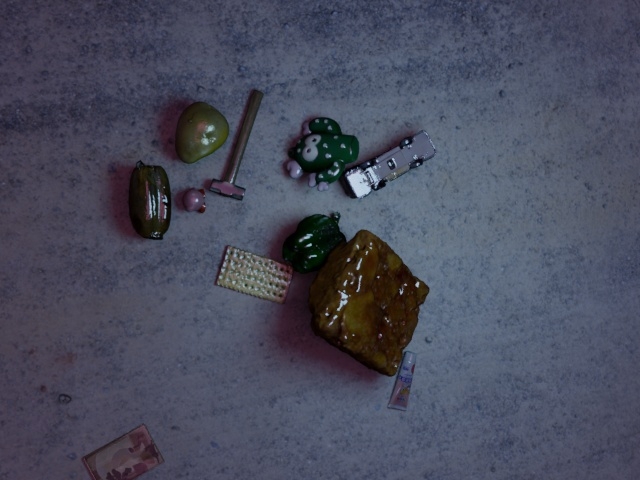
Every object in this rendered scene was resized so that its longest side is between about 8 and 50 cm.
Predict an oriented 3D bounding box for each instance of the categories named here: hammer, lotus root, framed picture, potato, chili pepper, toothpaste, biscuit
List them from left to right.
[{"bbox_3d":[-0.601,0.671,1.775,0.200,0.010,0.136,-28,93,-11],"label":"framed picture"},{"bbox_3d":[-0.521,-0.121,1.774,0.124,0.123,0.241,-1,91,-27],"label":"lotus root"},{"bbox_3d":[-0.380,-0.331,1.809,0.157,0.157,0.194,34,95,-7],"label":"potato"},{"bbox_3d":[-0.251,-0.314,1.875,0.111,0.043,0.366,18,83,-9],"label":"hammer"},{"bbox_3d":[-0.207,0.110,1.872,0.231,0.016,0.139,17,85,-9],"label":"biscuit"},{"bbox_3d":[0.000,0.000,1.836,0.165,0.174,0.261,45,43,16],"label":"chili pepper"},{"bbox_3d":[0.144,0.194,1.774,0.395,0.166,0.343,43,68,-39],"label":"biscuit"},{"bbox_3d":[0.279,0.467,1.934,0.067,0.043,0.195,13,90,-13],"label":"toothpaste"}]

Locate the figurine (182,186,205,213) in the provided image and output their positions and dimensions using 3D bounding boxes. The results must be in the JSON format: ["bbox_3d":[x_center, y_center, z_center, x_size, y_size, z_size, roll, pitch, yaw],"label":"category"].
[{"bbox_3d":[-0.399,-0.129,1.825,0.071,0.067,0.083,1,70,-30],"label":"figurine"}]

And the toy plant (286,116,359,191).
[{"bbox_3d":[0.001,-0.282,1.860,0.243,0.112,0.233,29,83,32],"label":"toy plant"}]

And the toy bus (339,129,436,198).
[{"bbox_3d":[0.219,-0.247,1.912,0.317,0.138,0.112,-28,97,-12],"label":"toy bus"}]
